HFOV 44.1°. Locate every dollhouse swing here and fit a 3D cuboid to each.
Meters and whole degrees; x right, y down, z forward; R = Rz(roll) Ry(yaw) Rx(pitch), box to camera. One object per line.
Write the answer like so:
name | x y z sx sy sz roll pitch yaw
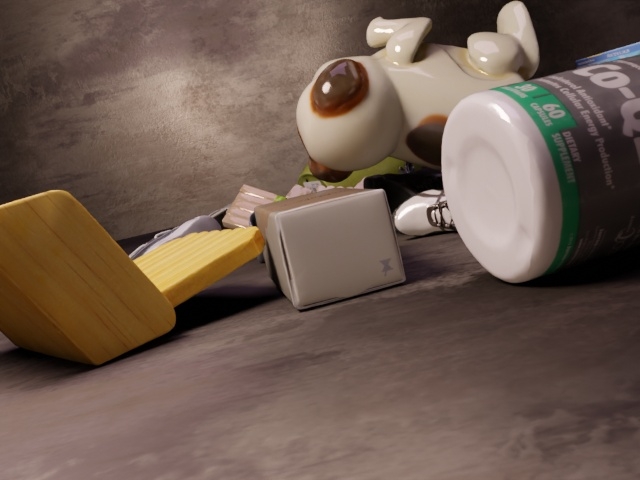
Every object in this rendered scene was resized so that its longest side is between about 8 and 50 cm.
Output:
dollhouse swing | -0.311 -0.010 1.068 0.305 0.315 0.347 -49 23 -26

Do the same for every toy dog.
toy dog | 0.160 -0.217 1.394 0.408 0.395 0.284 -3 -32 -8

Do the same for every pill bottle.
pill bottle | 0.333 -0.095 0.856 0.361 0.204 0.204 -16 7 -17

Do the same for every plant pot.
plant pot | 0.083 -0.192 2.161 0.294 0.274 0.275 -36 18 -33

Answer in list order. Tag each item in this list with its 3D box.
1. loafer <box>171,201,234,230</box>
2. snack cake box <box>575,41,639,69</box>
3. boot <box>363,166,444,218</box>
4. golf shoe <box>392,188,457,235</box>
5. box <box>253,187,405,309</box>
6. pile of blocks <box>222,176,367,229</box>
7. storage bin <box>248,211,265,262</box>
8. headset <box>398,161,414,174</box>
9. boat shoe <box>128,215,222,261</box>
loafer | -0.220 -0.031 1.937 0.320 0.111 0.112 -27 18 -34
snack cake box | 0.593 -0.280 1.404 0.089 0.152 0.264 -17 7 -25
boot | 0.223 -0.106 1.490 0.229 0.091 0.263 -16 23 -15
golf shoe | 0.212 -0.050 1.297 0.198 0.077 0.094 -13 6 10
box | 0.000 0.000 1.088 0.148 0.121 0.311 -14 6 -10
pile of blocks | -0.016 -0.037 1.661 0.363 0.148 0.112 -4 -36 5
storage bin | -0.067 -0.006 1.490 0.135 0.098 0.091 -16 -21 -21
headset | 0.377 -0.248 1.988 0.394 0.243 0.185 -36 27 17
boat shoe | -0.299 0.027 1.607 0.102 0.108 0.301 -9 15 23
